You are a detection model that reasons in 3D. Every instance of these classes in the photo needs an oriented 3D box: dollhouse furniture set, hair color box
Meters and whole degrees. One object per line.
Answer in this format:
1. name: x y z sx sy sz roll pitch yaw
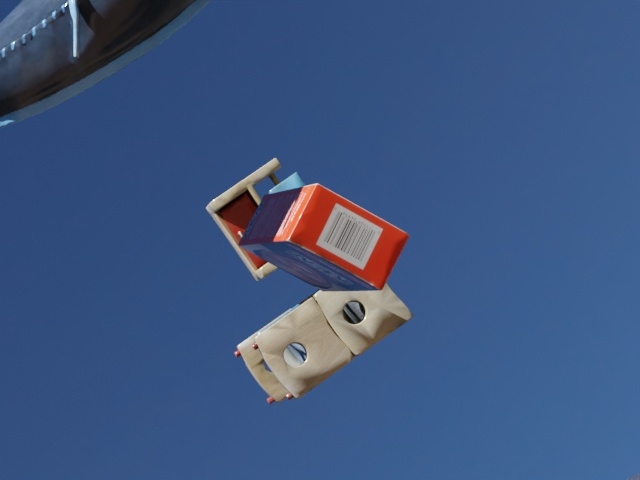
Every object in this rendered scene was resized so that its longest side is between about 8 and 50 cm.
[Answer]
1. dollhouse furniture set: -0.034 0.033 1.740 0.129 0.184 0.129 -35 0 -12
2. hair color box: 0.000 0.000 1.294 0.043 0.072 0.141 -63 12 -8

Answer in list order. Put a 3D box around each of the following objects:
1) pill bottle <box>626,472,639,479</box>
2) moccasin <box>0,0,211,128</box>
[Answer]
1. pill bottle: 0.192 0.173 1.120 0.043 0.043 0.083 -31 -62 -32
2. moccasin: -0.116 -0.207 1.283 0.342 0.137 0.117 -44 -65 -22
